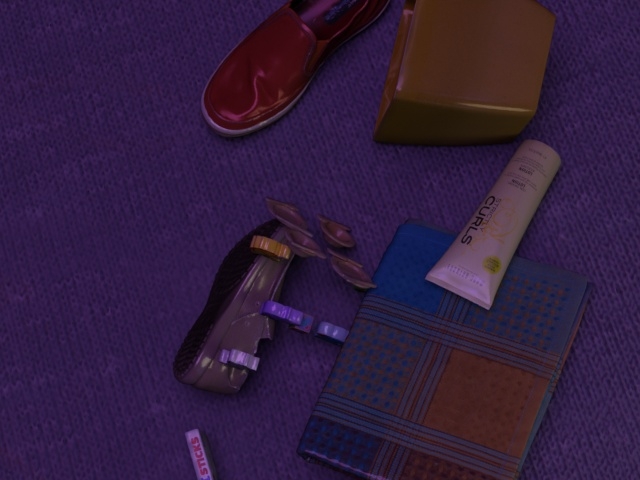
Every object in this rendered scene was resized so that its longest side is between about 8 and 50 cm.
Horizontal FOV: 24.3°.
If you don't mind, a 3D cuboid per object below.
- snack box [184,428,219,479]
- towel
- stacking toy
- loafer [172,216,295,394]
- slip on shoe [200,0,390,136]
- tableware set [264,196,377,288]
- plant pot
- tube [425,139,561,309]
[{"bbox_3d":[-0.136,0.332,1.915,0.022,0.064,0.178,-18,74,0],"label":"snack box"},{"bbox_3d":[0.161,0.160,1.886,0.271,0.040,0.370,20,62,12],"label":"towel"},{"bbox_3d":[-0.013,0.107,1.917,0.221,0.052,0.167,22,77,-24],"label":"stacking toy"},{"bbox_3d":[-0.097,0.089,1.963,0.092,0.102,0.268,40,69,-24],"label":"loafer"},{"bbox_3d":[-0.038,-0.274,2.047,0.331,0.101,0.123,-42,76,-3],"label":"slip on shoe"},{"bbox_3d":[0.000,0.000,1.935,0.020,0.141,0.168,-55,30,20],"label":"tableware set"},{"bbox_3d":[0.193,-0.233,1.964,0.187,0.212,0.212,14,77,-3],"label":"plant pot"},{"bbox_3d":[0.235,-0.024,1.939,0.070,0.062,0.240,3,53,53],"label":"tube"}]
